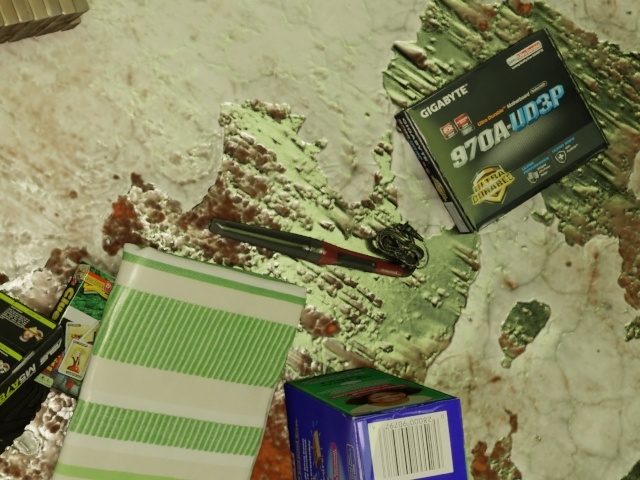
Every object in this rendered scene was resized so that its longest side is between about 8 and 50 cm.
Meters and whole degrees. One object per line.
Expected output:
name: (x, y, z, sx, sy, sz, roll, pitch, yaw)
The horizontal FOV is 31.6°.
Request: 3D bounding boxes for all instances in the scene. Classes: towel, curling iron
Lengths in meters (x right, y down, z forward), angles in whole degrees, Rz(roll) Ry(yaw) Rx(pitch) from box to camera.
towel: (-0.158, 0.181, 1.251, 0.247, 0.038, 0.325, 16, 92, -36)
curling iron: (0.000, 0.000, 1.356, 0.274, 0.035, 0.068, 6, 83, -14)

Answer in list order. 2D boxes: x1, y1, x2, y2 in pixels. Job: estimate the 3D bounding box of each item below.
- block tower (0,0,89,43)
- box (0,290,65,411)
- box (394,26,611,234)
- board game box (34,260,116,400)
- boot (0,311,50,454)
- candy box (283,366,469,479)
block tower: (-0.404, -0.241, 1.174, 0.335, 0.097, 0.091, -22, 96, -36)
box: (-0.386, 0.112, 1.118, 0.190, 0.045, 0.184, 26, 48, 18)
box: (0.228, -0.136, 1.407, 0.220, 0.051, 0.175, -31, 96, -12)
board game box: (-0.191, 0.139, 1.256, 0.259, 0.030, 0.136, 33, 79, -36)
boot: (-0.469, 0.155, 1.187, 0.260, 0.131, 0.348, 25, 45, 19)
candy box: (0.058, 0.289, 1.217, 0.122, 0.317, 0.268, -7, 91, -16)
